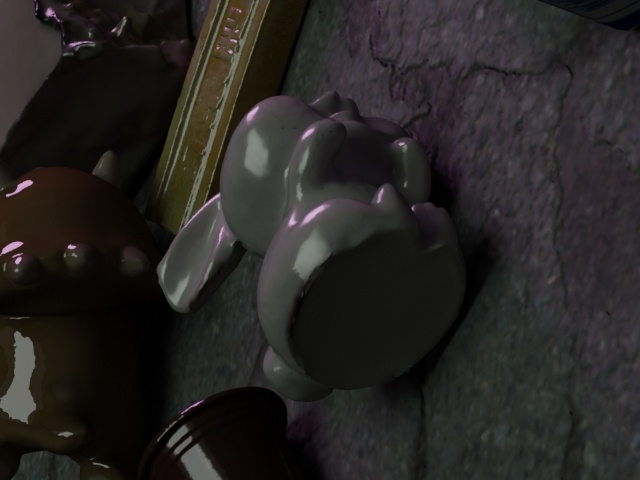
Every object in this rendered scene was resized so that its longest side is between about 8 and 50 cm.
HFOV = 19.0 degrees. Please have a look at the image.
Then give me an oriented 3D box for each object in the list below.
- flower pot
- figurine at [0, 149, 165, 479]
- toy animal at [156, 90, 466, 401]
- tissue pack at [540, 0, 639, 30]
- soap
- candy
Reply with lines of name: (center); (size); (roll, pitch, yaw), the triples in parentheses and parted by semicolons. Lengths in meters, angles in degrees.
flower pot: (-0.051, 0.163, 1.227); (0.111, 0.111, 0.089); (-56, 51, 28)
figurine: (-0.192, 0.055, 1.409); (0.173, 0.177, 0.247); (113, 167, -57)
toy animal: (-0.002, 0.007, 1.180); (0.193, 0.127, 0.178); (43, 115, 53)
tissue pack: (0.115, -0.230, 0.956); (0.209, 0.270, 0.137); (-36, 49, 47)
soap: (-0.064, -0.122, 1.420); (0.092, 0.037, 0.252); (24, 97, 57)
candy: (-0.199, -0.133, 1.545); (0.195, 0.137, 0.185); (-54, 36, 33)
